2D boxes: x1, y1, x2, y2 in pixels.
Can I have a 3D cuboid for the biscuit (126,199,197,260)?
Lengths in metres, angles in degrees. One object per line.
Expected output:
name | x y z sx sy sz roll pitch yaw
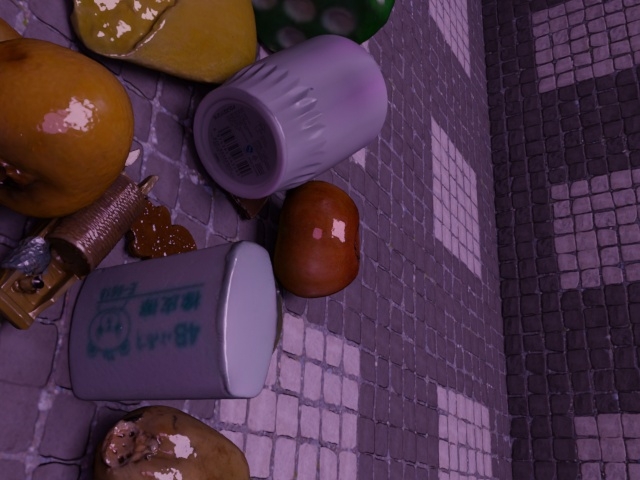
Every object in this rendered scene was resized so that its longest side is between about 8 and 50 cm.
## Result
biscuit | -0.258 0.010 0.998 0.175 0.026 0.124 59 34 -30

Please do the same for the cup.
cup | -0.049 -0.237 1.187 0.371 0.253 0.254 -42 116 -49

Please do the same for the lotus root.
lotus root | -0.195 0.342 0.879 0.160 0.146 0.284 -60 136 -25

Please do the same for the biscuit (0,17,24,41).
biscuit | -0.449 -0.217 0.739 0.260 0.041 0.203 -15 93 -58

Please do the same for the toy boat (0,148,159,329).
toy boat | -0.316 -0.015 0.821 0.089 0.115 0.310 63 34 -30

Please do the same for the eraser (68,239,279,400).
eraser | -0.198 0.113 0.804 0.104 0.289 0.189 18 66 -55

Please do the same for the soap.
soap | -0.245 -0.429 1.079 0.427 0.115 0.306 -17 92 -59

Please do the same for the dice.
dice | -0.016 -0.597 1.348 0.300 0.286 0.297 49 42 -41

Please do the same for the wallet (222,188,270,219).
wallet | -0.135 -0.121 1.248 0.095 0.026 0.176 55 35 -25

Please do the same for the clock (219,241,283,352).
clock | -0.147 0.120 1.144 0.235 0.029 0.235 27 57 -53

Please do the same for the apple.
apple | 0.000 0.000 1.249 0.210 0.173 0.235 -61 158 -68

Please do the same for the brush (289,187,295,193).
brush | -0.058 -0.184 1.396 0.042 0.039 0.300 34 49 -55

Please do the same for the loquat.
loquat | -0.323 -0.130 0.721 0.208 0.207 0.208 27 58 -53
